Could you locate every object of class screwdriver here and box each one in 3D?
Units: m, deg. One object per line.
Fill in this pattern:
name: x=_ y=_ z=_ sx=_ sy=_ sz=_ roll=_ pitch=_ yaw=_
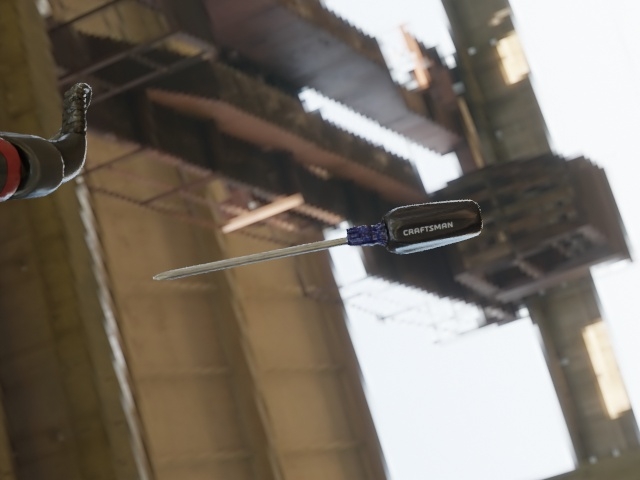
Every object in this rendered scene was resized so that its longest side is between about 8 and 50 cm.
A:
screwdriver: x=0.000 y=0.000 z=0.753 sx=0.024 sy=0.170 sz=0.025 roll=-114 pitch=22 yaw=-50

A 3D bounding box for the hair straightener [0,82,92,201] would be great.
hair straightener: x=-0.162 y=-0.029 z=0.438 sx=0.230 sy=0.089 sz=0.047 roll=-16 pitch=-66 yaw=-49
